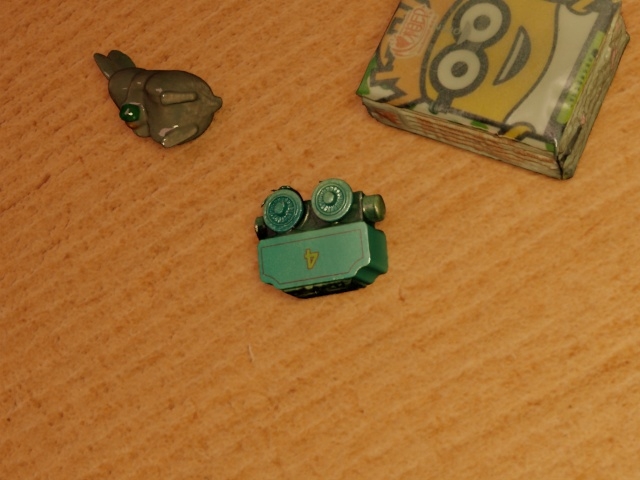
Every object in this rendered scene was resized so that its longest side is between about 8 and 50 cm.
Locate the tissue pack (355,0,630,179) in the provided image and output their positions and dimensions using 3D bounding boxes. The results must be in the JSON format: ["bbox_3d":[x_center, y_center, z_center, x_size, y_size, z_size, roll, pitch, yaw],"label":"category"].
[{"bbox_3d":[0.234,-0.237,1.568,0.310,0.128,0.228,20,79,28],"label":"tissue pack"}]

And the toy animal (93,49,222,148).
[{"bbox_3d":[-0.275,-0.231,1.823,0.251,0.127,0.125,31,99,44],"label":"toy animal"}]

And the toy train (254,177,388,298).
[{"bbox_3d":[0.000,0.000,1.611,0.197,0.107,0.155,-11,76,21],"label":"toy train"}]
